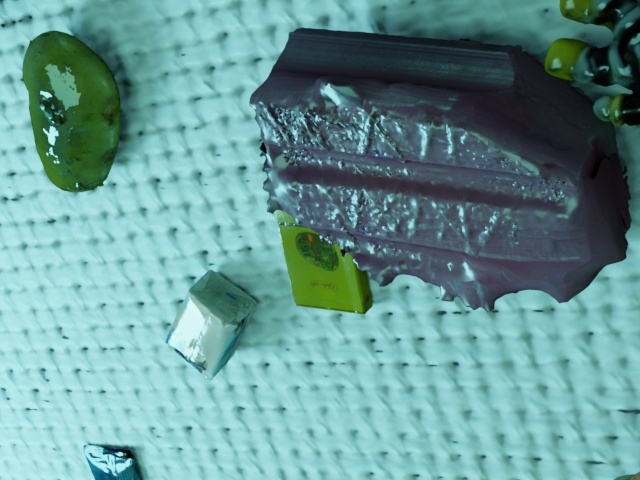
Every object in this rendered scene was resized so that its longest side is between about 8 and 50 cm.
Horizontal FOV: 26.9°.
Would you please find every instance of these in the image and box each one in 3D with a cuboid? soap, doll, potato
[{"bbox_3d":[0.108,-0.062,1.144,0.324,0.127,0.220,12,135,29],"label":"soap"},{"bbox_3d":[0.326,-0.130,0.999,0.316,0.146,0.103,20,170,31],"label":"doll"},{"bbox_3d":[-0.259,-0.127,1.392,0.105,0.085,0.188,25,133,21],"label":"potato"}]

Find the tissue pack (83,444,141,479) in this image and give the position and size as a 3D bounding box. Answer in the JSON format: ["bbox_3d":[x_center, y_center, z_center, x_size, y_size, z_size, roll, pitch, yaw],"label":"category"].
[{"bbox_3d":[-0.254,0.323,1.707,0.085,0.028,0.138,-2,113,35],"label":"tissue pack"}]

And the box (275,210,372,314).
[{"bbox_3d":[0.000,0.000,1.342,0.086,0.023,0.155,4,120,28],"label":"box"}]

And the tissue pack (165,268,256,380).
[{"bbox_3d":[-0.118,0.090,1.450,0.074,0.058,0.094,36,131,12],"label":"tissue pack"}]

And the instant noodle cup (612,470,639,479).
[{"bbox_3d":[0.370,0.245,1.143,0.213,0.213,0.174,42,124,4],"label":"instant noodle cup"}]
